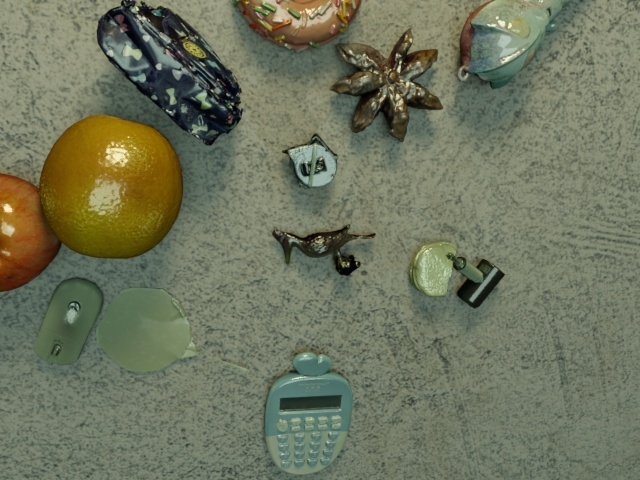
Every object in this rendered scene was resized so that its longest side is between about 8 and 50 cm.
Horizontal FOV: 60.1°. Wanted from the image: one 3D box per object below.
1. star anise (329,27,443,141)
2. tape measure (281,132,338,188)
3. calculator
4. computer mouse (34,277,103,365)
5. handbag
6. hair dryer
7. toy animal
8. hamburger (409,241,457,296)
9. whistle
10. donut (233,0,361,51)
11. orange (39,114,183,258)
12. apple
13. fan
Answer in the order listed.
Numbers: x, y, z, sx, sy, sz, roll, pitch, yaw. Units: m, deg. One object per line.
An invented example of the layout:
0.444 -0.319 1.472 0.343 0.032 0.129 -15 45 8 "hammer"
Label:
0.126 -0.275 1.010 0.212 0.073 0.196 -14 106 -5 "star anise"
-0.013 -0.145 1.028 0.091 0.054 0.094 -28 108 3 "tape measure"
-0.026 0.371 1.182 0.188 0.042 0.302 2 106 -12 "calculator"
-0.469 0.159 1.018 0.089 0.056 0.181 24 100 -13 "computer mouse"
-0.229 -0.278 0.891 0.113 0.162 0.260 -42 110 16 "handbag"
0.296 0.066 1.122 0.100 0.057 0.198 -53 135 5 "hair dryer"
0.003 0.010 1.082 0.202 0.070 0.105 12 92 -10 "toy animal"
0.226 0.055 1.141 0.084 0.054 0.121 15 100 -12 "hamburger"
0.372 -0.404 1.008 0.346 0.134 0.142 -43 107 -8 "whistle"
-0.021 -0.427 0.928 0.233 0.085 0.199 -44 111 4 "donut"
-0.332 -0.083 0.891 0.236 0.236 0.236 -3 107 -11 "orange"
-0.536 -0.015 0.894 0.210 0.164 0.209 -4 105 -13 "apple"
-0.280 0.204 1.093 0.310 0.010 0.182 27 99 -15 "fan"
